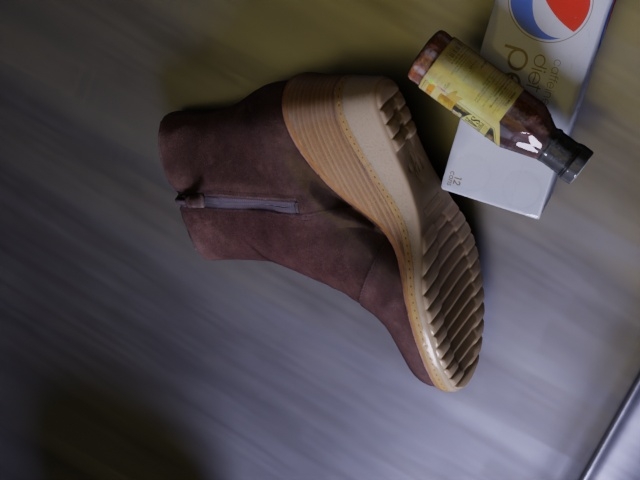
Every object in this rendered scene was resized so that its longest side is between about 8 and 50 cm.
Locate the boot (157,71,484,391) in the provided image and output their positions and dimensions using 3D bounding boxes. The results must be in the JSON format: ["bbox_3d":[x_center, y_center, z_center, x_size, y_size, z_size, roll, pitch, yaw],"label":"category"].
[{"bbox_3d":[0.000,0.000,0.972,0.207,0.090,0.248,-8,108,38],"label":"boot"}]

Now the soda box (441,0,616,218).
[{"bbox_3d":[0.149,-0.130,0.889,0.074,0.069,0.216,19,111,11],"label":"soda box"}]

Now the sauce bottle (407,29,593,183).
[{"bbox_3d":[0.117,-0.084,0.851,0.128,0.042,0.042,38,112,6],"label":"sauce bottle"}]
